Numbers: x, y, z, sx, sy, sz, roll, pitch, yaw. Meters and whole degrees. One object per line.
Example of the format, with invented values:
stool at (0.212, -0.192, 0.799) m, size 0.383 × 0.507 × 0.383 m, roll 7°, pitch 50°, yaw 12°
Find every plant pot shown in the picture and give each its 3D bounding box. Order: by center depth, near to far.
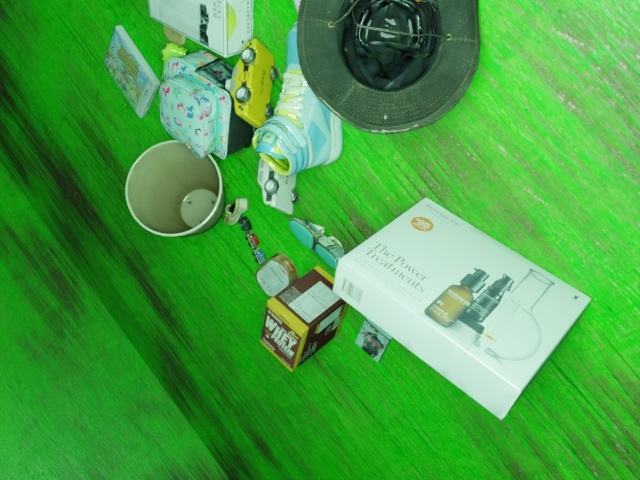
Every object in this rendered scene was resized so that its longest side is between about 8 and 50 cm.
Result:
plant pot at (-0.371, -0.117, 1.632) m, size 0.256 × 0.256 × 0.274 m, roll 49°, pitch 178°, yaw 9°

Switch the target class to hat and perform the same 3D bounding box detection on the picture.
hat at (0.110, -0.338, 0.987) m, size 0.331 × 0.331 × 0.134 m, roll 56°, pitch 180°, yaw 0°

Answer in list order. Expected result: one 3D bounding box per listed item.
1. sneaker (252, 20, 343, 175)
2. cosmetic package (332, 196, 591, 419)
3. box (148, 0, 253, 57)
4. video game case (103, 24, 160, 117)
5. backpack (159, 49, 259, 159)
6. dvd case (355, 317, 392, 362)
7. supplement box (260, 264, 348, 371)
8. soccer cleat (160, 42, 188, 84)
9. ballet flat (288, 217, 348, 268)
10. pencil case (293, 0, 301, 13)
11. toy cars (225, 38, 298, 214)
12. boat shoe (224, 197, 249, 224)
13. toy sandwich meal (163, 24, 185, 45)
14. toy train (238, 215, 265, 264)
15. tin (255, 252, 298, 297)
sneaker at (-0.057, -0.280, 1.203) m, size 0.127 × 0.208 × 0.319 m, roll 18°, pitch 128°, yaw 41°
cosmetic package at (0.256, 0.100, 1.071) m, size 0.377 × 0.284 × 0.097 m, roll 35°, pitch 137°, yaw 25°
box at (-0.283, -0.562, 1.345) m, size 0.290 × 0.087 × 0.169 m, roll 35°, pitch 138°, yaw 26°
video game case at (-0.578, -0.510, 1.766) m, size 0.212 × 0.023 × 0.193 m, roll 56°, pitch 143°, yaw 1°
backpack at (-0.293, -0.344, 1.449) m, size 0.253 × 0.191 × 0.225 m, roll 43°, pitch 142°, yaw 25°
dvd case at (0.140, 0.266, 1.546) m, size 0.087 × 0.013 × 0.119 m, roll 40°, pitch 139°, yaw 20°
supplement box at (-0.042, 0.210, 1.556) m, size 0.129 × 0.194 × 0.191 m, roll 39°, pitch 140°, yaw 22°
soccer cleat at (-0.393, -0.457, 1.572) m, size 0.072 × 0.060 × 0.179 m, roll 18°, pitch 148°, yaw -3°
ballet flat at (0.000, 0.000, 1.466) m, size 0.188 × 0.070 × 0.070 m, roll 44°, pitch 142°, yaw 22°
pencil case at (0.036, -0.382, 1.103) m, size 0.124 × 0.113 × 0.273 m, roll -9°, pitch 110°, yaw 40°
toy cars at (-0.135, -0.249, 1.327) m, size 0.087 × 0.176 × 0.394 m, roll -3°, pitch 115°, yaw 30°
boat shoe at (-0.255, -0.088, 1.686) m, size 0.135 × 0.045 × 0.050 m, roll -42°, pitch 48°, yaw 47°
toy sandwich meal at (-0.377, -0.551, 1.510) m, size 0.085 × 0.029 × 0.086 m, roll 25°, pitch 141°, yaw 22°
toy train at (-0.200, 0.000, 1.720) m, size 0.036 × 0.027 × 0.158 m, roll -9°, pitch 109°, yaw 39°
tin at (-0.132, 0.107, 1.715) m, size 0.106 × 0.040 × 0.189 m, roll 51°, pitch 143°, yaw 1°
